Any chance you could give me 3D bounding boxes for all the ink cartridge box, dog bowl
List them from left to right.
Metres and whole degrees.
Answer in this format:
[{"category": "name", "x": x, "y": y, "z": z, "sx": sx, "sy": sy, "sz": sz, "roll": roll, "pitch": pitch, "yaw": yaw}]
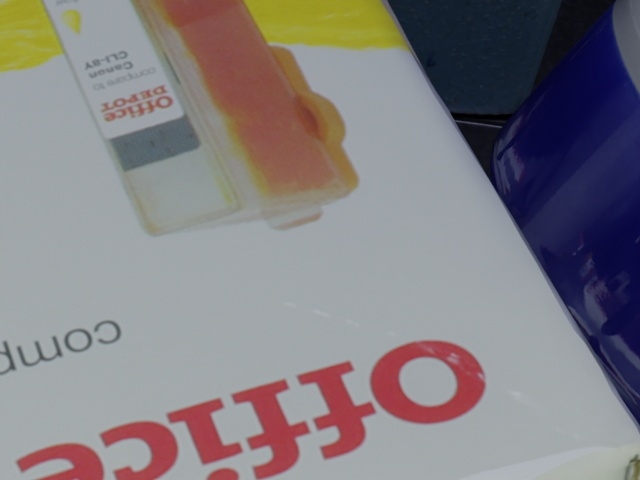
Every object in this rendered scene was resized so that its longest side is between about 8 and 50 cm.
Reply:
[{"category": "ink cartridge box", "x": -0.116, "y": 0.002, "z": 0.547, "sx": 0.279, "sy": 0.160, "sz": 0.385, "roll": -16, "pitch": 50, "yaw": -13}, {"category": "dog bowl", "x": 0.196, "y": 0.012, "z": 0.746, "sx": 0.265, "sy": 0.104, "sz": 0.265, "roll": 35, "pitch": 26, "yaw": -20}]

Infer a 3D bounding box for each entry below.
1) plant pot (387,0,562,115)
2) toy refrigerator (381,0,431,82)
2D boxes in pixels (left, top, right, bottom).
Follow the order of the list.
[{"category": "plant pot", "x": -0.003, "y": -0.237, "z": 0.886, "sx": 0.247, "sy": 0.252, "sz": 0.247, "roll": 2, "pitch": 42, "yaw": -27}, {"category": "toy refrigerator", "x": 0.000, "y": 0.000, "z": 0.737, "sx": 0.102, "sy": 0.094, "sz": 0.269, "roll": 4, "pitch": 43, "yaw": -30}]
